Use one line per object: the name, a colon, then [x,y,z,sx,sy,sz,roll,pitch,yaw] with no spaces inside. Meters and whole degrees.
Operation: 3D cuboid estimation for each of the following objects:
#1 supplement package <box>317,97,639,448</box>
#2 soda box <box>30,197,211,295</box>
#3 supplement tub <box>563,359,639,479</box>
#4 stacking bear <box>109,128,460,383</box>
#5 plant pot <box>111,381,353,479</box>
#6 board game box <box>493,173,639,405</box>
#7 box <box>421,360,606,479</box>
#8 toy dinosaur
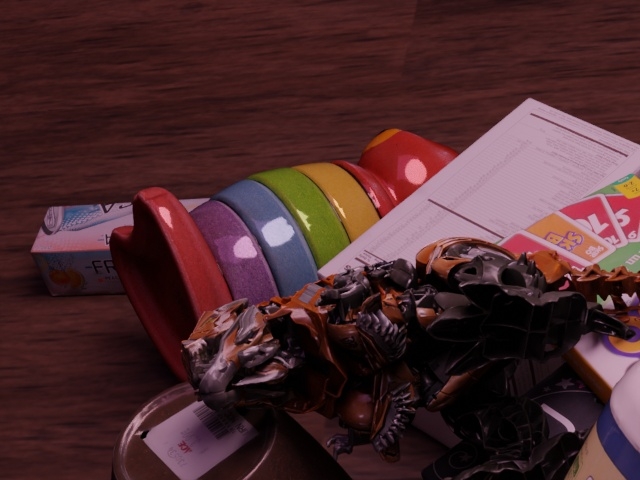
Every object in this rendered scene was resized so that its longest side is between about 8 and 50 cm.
supplement package: [0.139,0.026,1.391,0.244,0.134,0.139,-39,45,-23]
soda box: [-0.157,0.006,1.581,0.183,0.058,0.063,-2,43,17]
supplement tub: [0.198,0.241,0.957,0.228,0.316,0.228,24,16,-7]
stacking bear: [0.000,0.000,1.459,0.289,0.175,0.164,-23,82,-22]
plant pot: [-0.051,0.205,1.186,0.215,0.230,0.215,-10,40,9]
board game box: [0.219,0.053,1.162,0.124,0.039,0.259,-27,41,-9]
box: [0.211,0.164,1.186,0.247,0.163,0.142,-35,43,-20]
toy dinosaur: [0.084,0.051,1.086,0.322,0.164,0.218,-30,25,-3]
